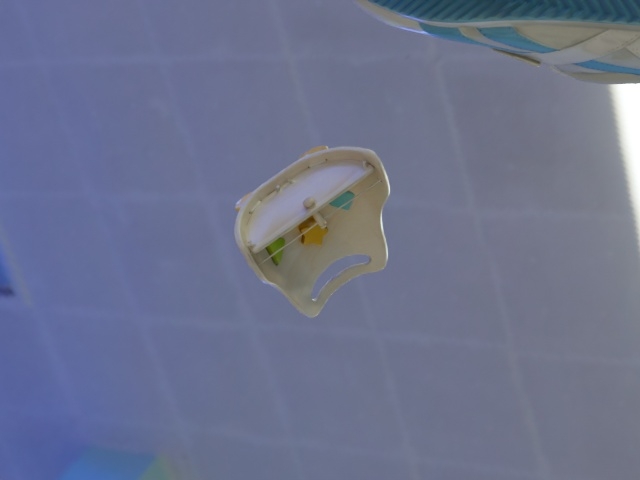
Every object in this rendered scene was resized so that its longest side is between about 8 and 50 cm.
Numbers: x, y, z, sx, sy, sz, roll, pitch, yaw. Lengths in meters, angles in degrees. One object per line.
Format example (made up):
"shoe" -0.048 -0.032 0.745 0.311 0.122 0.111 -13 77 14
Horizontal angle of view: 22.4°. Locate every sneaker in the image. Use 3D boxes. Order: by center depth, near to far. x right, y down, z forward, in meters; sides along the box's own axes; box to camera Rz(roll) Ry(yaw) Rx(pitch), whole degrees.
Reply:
"sneaker" 0.115 -0.127 0.863 0.228 0.087 0.092 13 -19 18

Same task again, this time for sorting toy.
"sorting toy" 0.000 0.000 0.828 0.045 0.083 0.075 40 -18 55
